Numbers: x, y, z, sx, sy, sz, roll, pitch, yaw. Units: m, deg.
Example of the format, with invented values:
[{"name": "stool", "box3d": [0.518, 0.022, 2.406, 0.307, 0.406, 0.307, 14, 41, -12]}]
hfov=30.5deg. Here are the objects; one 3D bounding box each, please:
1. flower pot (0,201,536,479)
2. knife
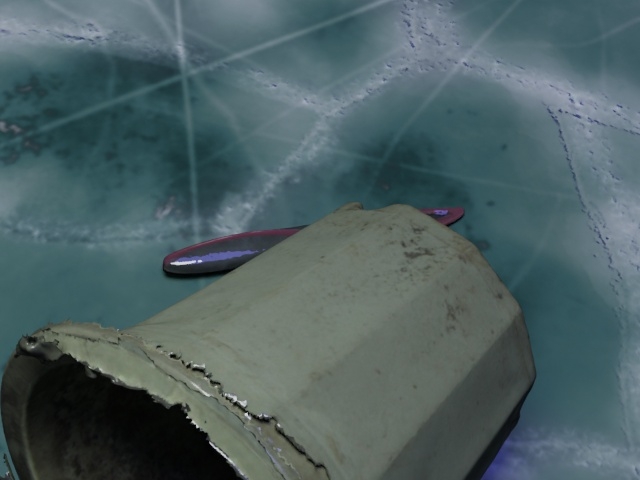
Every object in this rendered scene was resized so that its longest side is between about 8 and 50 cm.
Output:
[{"name": "flower pot", "box3d": [-0.011, 0.119, 0.700, 0.290, 0.290, 0.259, 38, 47, 18]}, {"name": "knife", "box3d": [0.000, 0.000, 0.907, 0.247, 0.018, 0.035, -10, 55, -14]}]
